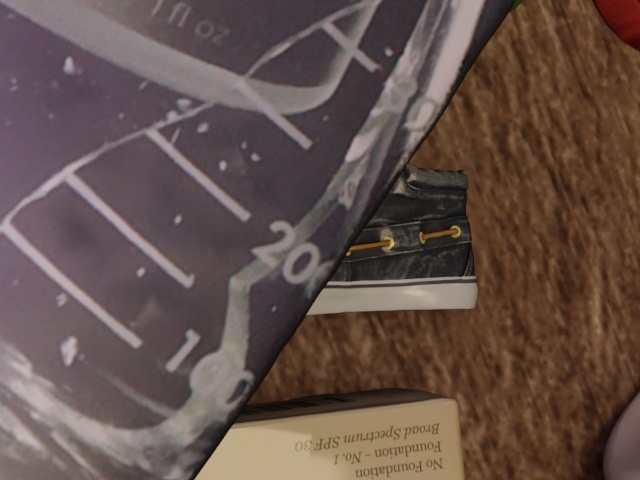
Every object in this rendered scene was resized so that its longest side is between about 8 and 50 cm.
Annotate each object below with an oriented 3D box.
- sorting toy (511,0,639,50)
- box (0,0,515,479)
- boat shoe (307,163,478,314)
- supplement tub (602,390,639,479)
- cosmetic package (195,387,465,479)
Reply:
[{"bbox_3d":[0.117,-0.185,1.022,0.365,0.126,0.127,7,87,-19],"label":"sorting toy"},{"bbox_3d":[-0.203,-0.118,0.703,0.480,0.297,0.472,36,68,-5],"label":"box"},{"bbox_3d":[0.000,0.000,1.016,0.183,0.065,0.083,-1,87,-24],"label":"boat shoe"},{"bbox_3d":[0.275,0.159,1.056,0.144,0.144,0.199,-46,102,-14],"label":"supplement tub"},{"bbox_3d":[-0.002,0.241,0.982,0.160,0.113,0.309,-6,90,-18],"label":"cosmetic package"}]
